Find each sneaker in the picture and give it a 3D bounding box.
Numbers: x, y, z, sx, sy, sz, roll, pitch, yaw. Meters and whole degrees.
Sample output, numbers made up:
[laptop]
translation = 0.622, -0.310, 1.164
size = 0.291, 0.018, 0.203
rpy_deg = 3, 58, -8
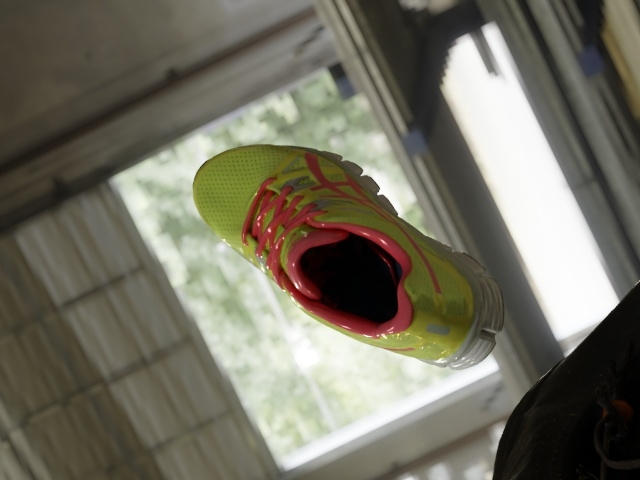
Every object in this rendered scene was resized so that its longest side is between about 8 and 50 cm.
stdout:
[sneaker]
translation = 0.000, 0.000, 1.008
size = 0.208, 0.081, 0.094
rpy_deg = 28, -168, 32

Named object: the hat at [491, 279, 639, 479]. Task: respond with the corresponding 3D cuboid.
[hat]
translation = 0.225, 0.092, 0.865
size = 0.134, 0.331, 0.331
rpy_deg = 44, -172, -12
